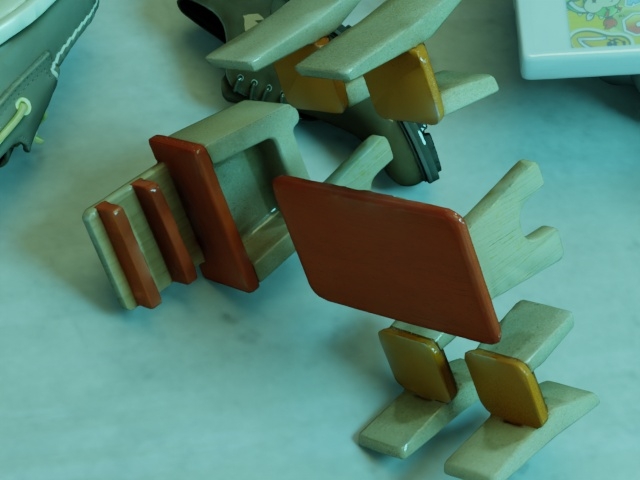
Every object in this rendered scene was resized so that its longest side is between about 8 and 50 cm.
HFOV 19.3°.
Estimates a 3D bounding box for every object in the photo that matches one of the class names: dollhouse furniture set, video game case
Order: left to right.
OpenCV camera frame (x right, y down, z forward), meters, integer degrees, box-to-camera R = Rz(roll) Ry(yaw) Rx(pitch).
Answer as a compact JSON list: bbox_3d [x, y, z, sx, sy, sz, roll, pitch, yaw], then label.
[{"bbox_3d":[0.000,0.000,1.046,0.135,0.262,0.259,-36,29,-29],"label":"dollhouse furniture set"},{"bbox_3d":[0.233,-0.192,1.206,0.227,0.026,0.206,-3,54,2],"label":"video game case"}]

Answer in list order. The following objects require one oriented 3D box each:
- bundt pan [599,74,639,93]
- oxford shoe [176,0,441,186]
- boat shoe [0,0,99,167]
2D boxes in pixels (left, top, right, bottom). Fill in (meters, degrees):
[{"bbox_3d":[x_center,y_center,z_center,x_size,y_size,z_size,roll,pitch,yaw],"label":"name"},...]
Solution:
[{"bbox_3d":[0.302,-0.201,1.300,0.331,0.124,0.331,-2,54,2],"label":"bundt pan"},{"bbox_3d":[-0.010,-0.103,1.238,0.096,0.083,0.227,-40,65,-8],"label":"oxford shoe"},{"bbox_3d":[-0.227,-0.078,1.166,0.109,0.091,0.305,-5,35,39],"label":"boat shoe"}]
